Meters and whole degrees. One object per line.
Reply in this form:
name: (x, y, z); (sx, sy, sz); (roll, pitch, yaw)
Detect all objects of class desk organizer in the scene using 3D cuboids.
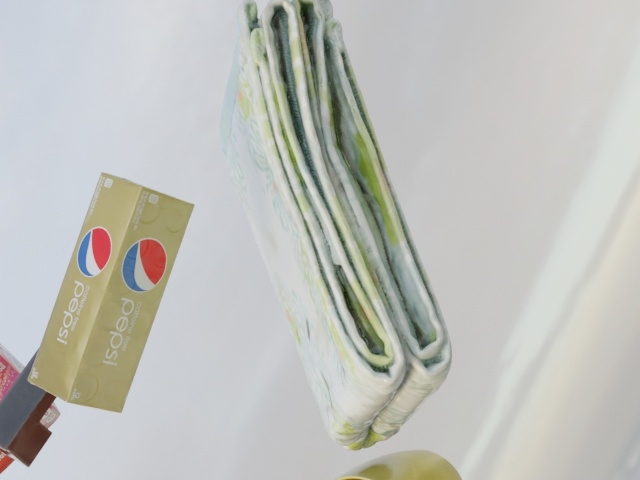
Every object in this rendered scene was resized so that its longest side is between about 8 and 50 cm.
desk organizer: (-0.301, 0.172, 1.560); (0.130, 0.047, 0.050); (-57, -36, -18)

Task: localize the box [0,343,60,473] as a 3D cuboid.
box: (-0.470, 0.250, 1.844); (0.257, 0.128, 0.122); (-44, 23, -7)

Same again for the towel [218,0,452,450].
towel: (0.000, 0.000, 1.206); (0.090, 0.320, 0.374); (-16, -13, -8)

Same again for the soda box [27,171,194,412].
soda box: (-0.168, 0.042, 1.169); (0.061, 0.058, 0.181); (20, -91, -47)

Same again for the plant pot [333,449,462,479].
plant pot: (0.082, 0.249, 1.359); (0.095, 0.134, 0.134); (-38, -28, -41)
